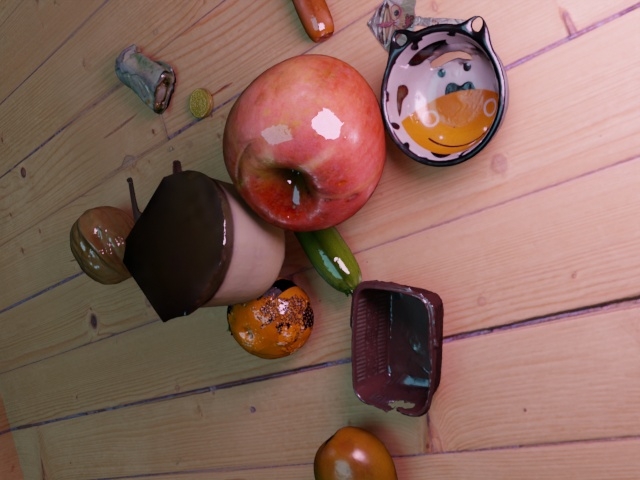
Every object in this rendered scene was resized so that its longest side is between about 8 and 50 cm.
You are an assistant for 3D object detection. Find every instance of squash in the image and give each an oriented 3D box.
[{"bbox_3d":[0.000,0.000,1.661,0.101,0.101,0.379,-47,70,35],"label":"squash"}]

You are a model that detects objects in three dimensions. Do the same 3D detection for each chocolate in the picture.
[{"bbox_3d":[-0.240,0.025,1.614,0.326,0.297,0.314,-55,51,10],"label":"chocolate"}]

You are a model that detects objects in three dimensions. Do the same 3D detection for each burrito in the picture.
[{"bbox_3d":[-0.528,-0.484,2.017,0.229,0.089,0.144,34,116,28],"label":"burrito"}]

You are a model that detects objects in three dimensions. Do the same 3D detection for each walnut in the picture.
[{"bbox_3d":[-0.669,0.015,2.149,0.261,0.225,0.225,50,125,15],"label":"walnut"}]

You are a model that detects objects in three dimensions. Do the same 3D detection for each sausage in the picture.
[{"bbox_3d":[-0.027,-0.558,1.593,0.076,0.076,0.198,-27,79,40],"label":"sausage"}]

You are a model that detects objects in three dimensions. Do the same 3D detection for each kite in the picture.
[{"bbox_3d":[0.200,-0.472,1.462,0.250,0.012,0.229,12,107,36],"label":"kite"}]

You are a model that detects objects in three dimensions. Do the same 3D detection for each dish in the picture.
[{"bbox_3d":[0.263,-0.293,1.369,0.303,0.120,0.303,8,103,37],"label":"dish"}]

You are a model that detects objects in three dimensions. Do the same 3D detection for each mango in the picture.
[{"bbox_3d":[0.099,0.604,1.651,0.211,0.173,0.317,-16,100,35],"label":"mango"}]

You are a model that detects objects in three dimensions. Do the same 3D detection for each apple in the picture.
[{"bbox_3d":[-0.027,-0.218,1.479,0.364,0.364,0.364,9,104,38],"label":"apple"}]

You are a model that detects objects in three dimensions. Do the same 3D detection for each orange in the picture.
[{"bbox_3d":[-0.133,0.199,1.759,0.234,0.182,0.234,13,119,25],"label":"orange"}]

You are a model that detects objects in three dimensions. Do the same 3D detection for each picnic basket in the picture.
[{"bbox_3d":[0.187,0.227,1.527,0.222,0.129,0.297,8,104,37],"label":"picnic basket"}]

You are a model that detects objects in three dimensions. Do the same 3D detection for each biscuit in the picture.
[{"bbox_3d":[-0.337,-0.386,1.915,0.084,0.023,0.084,9,104,38],"label":"biscuit"}]

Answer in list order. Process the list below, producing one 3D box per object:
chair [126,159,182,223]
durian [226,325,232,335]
[{"bbox_3d":[-0.402,-0.018,1.857,0.175,0.183,0.326,-20,62,11],"label":"chair"},{"bbox_3d":[-0.216,0.204,1.910,0.215,0.086,0.100,-66,25,24],"label":"durian"}]
